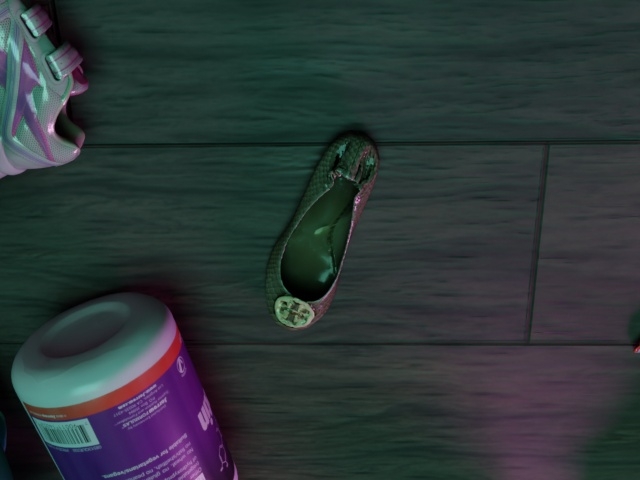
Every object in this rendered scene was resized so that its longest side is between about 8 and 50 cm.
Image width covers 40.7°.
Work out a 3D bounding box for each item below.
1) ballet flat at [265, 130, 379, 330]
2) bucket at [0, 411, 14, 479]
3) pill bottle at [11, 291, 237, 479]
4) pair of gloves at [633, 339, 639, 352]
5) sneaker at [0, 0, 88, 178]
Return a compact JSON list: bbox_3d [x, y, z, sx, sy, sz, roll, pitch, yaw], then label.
[{"bbox_3d":[0.000,0.000,0.928,0.084,0.058,0.249,21,116,-7],"label":"ballet flat"},{"bbox_3d":[-0.471,0.301,0.965,0.281,0.281,0.183,-26,74,14],"label":"bucket"},{"bbox_3d":[-0.206,0.233,0.985,0.182,0.181,0.323,-13,116,9],"label":"pill bottle"},{"bbox_3d":[0.463,0.092,0.977,0.159,0.023,0.198,22,116,-9],"label":"pair of gloves"},{"bbox_3d":[-0.283,-0.180,0.834,0.111,0.103,0.252,-1,122,-3],"label":"sneaker"}]
